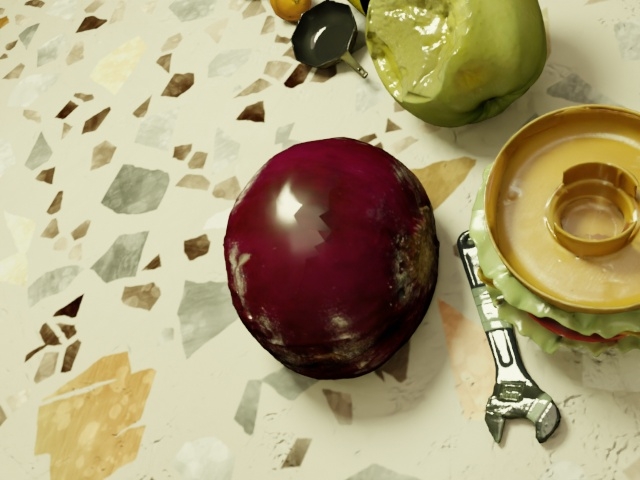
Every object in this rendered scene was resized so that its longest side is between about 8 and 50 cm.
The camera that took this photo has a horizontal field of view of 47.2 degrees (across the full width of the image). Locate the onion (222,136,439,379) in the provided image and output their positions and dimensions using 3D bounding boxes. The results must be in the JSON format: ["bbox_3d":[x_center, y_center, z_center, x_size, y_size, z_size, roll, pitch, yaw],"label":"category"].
[{"bbox_3d":[0.000,0.000,0.978,0.282,0.260,0.336,6,61,33],"label":"onion"}]

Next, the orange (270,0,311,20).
[{"bbox_3d":[-0.058,-0.471,1.428,0.084,0.083,0.083,-12,54,17],"label":"orange"}]

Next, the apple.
[{"bbox_3d":[0.201,-0.303,1.086,0.279,0.279,0.279,-12,54,17],"label":"apple"}]

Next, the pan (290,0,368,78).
[{"bbox_3d":[0.021,-0.337,1.320,0.128,0.048,0.202,-25,62,25],"label":"pan"}]

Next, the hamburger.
[{"bbox_3d":[0.314,-0.001,0.856,0.274,0.212,0.274,-6,66,15],"label":"hamburger"}]

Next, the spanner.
[{"bbox_3d":[0.223,0.113,0.945,0.087,0.024,0.315,-22,52,16],"label":"spanner"}]

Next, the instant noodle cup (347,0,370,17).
[{"bbox_3d":[0.129,-0.463,1.274,0.215,0.215,0.236,-36,41,-2],"label":"instant noodle cup"}]
